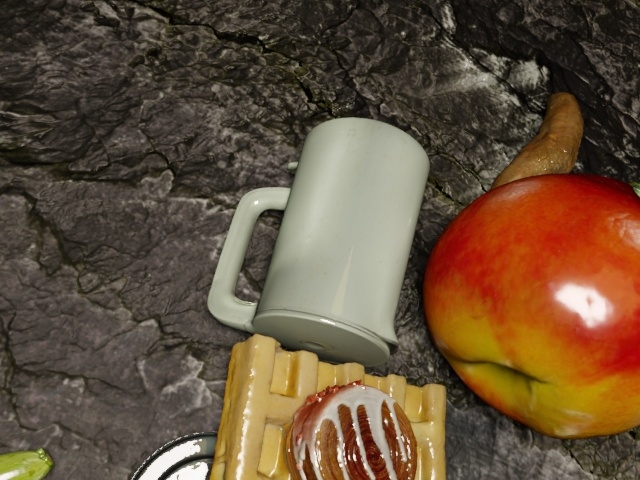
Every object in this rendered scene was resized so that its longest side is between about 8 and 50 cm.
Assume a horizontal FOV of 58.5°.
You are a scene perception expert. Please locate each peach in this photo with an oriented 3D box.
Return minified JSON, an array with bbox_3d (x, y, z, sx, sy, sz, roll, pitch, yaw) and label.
[{"bbox_3d":[0.343,0.075,0.827,0.388,0.388,0.389,7,66,-15],"label":"peach"}]

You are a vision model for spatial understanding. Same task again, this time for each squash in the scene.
[{"bbox_3d":[-0.411,0.286,0.647,0.201,0.066,0.066,-16,74,-24],"label":"squash"}]

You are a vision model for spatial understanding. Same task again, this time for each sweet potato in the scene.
[{"bbox_3d":[0.443,-0.173,1.116,0.114,0.092,0.341,26,59,23],"label":"sweet potato"}]

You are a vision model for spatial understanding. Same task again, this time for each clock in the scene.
[{"bbox_3d":[-0.145,0.354,0.719,0.214,0.042,0.215,7,65,-16],"label":"clock"}]

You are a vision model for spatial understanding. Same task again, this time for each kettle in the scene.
[{"bbox_3d":[0.008,-0.004,0.836,0.264,0.205,0.318,20,65,-12],"label":"kettle"}]

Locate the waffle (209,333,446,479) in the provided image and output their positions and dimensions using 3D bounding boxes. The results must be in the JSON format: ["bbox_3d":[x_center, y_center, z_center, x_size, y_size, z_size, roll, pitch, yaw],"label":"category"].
[{"bbox_3d":[0.024,0.309,0.745,0.348,0.077,0.304,18,60,-23],"label":"waffle"}]

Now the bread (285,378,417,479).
[{"bbox_3d":[0.039,0.251,0.687,0.160,0.073,0.161,12,64,-25],"label":"bread"}]

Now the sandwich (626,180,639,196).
[{"bbox_3d":[0.592,0.036,1.057,0.212,0.109,0.292,2,66,-15],"label":"sandwich"}]
